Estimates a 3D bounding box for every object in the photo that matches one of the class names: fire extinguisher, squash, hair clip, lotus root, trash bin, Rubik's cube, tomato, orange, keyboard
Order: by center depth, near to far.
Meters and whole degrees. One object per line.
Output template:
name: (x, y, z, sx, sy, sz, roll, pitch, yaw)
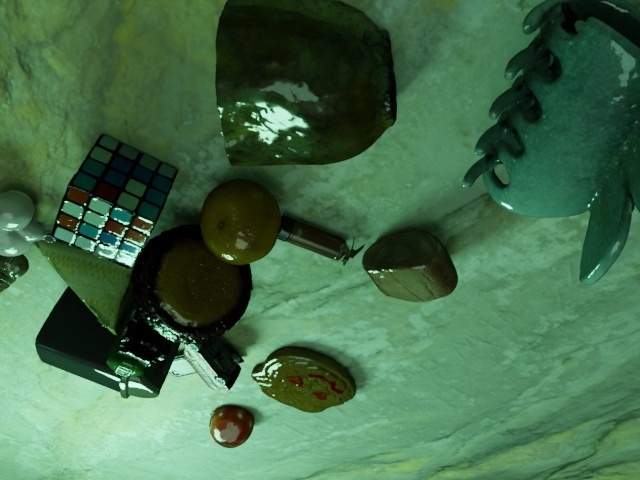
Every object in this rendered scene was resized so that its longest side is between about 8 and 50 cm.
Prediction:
hair clip: (0.357, -0.155, 0.765, 0.238, 0.392, 0.318, 28, 141, 16)
lotus root: (-0.012, -0.204, 0.854, 0.260, 0.149, 0.267, 6, 139, 3)
Rubik's cube: (-0.372, -0.068, 1.039, 0.154, 0.151, 0.155, 27, 133, -17)
orange: (-0.144, -0.034, 1.050, 0.158, 0.159, 0.136, -23, 172, 28)
fire extinguisher: (0.000, 0.000, 1.131, 0.177, 0.050, 0.062, 20, 96, -14)
squash: (-0.540, 0.098, 1.242, 0.252, 0.170, 0.093, 14, 158, -6)
trash bin: (-0.483, 0.236, 1.328, 0.290, 0.210, 0.182, 20, 147, -5)
keyboard: (-0.319, 0.323, 1.522, 0.230, 0.025, 0.094, -16, 129, 22)
tomato: (-0.275, 0.577, 1.731, 0.138, 0.091, 0.159, 17, 133, -11)

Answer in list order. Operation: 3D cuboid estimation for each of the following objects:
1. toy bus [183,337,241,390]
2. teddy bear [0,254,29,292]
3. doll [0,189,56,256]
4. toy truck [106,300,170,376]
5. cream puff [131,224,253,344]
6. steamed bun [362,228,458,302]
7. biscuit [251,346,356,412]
toy bus: (-0.282, 0.286, 1.423, 0.089, 0.081, 0.195, -13, 121, 32)
teddy bear: (-0.755, 0.042, 1.235, 0.177, 0.140, 0.190, -47, 112, -6)
doll: (-0.704, -0.074, 1.123, 0.365, 0.094, 0.160, 25, 125, -19)
toy truck: (-0.368, 0.171, 1.221, 0.101, 0.243, 0.125, 33, 143, -24)
cream puff: (-0.257, 0.086, 1.139, 0.239, 0.239, 0.165, 25, 164, -17)
steamed bun: (0.180, 0.053, 1.123, 0.175, 0.106, 0.145, -8, 141, 35)
biscuit: (-0.044, 0.383, 1.531, 0.273, 0.049, 0.257, 38, 129, -25)
